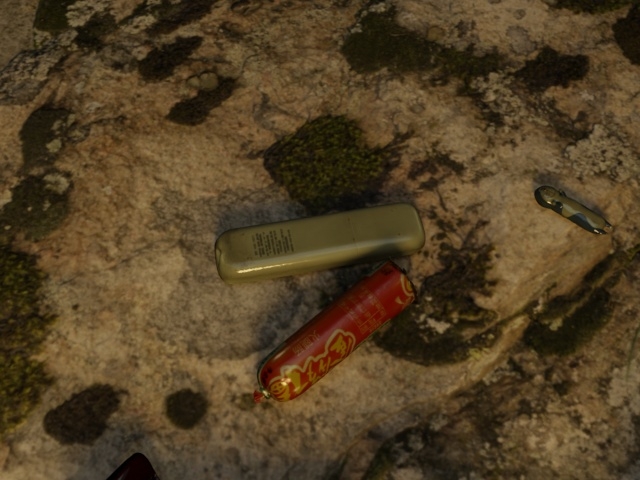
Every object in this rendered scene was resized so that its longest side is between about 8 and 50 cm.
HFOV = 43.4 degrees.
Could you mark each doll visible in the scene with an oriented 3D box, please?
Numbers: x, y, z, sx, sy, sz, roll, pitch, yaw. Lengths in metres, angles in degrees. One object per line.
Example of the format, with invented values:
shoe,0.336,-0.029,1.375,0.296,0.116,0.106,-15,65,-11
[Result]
doll,0.378,-0.045,1.205,0.125,0.027,0.037,31,57,17

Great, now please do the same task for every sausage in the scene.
sausage,0.013,0.130,1.077,0.264,0.083,0.083,-38,66,-18

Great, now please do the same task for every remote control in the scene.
remote control,0.000,0.000,1.171,0.309,0.038,0.090,-10,59,-7

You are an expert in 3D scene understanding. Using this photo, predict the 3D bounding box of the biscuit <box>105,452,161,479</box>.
biscuit,-0.187,0.380,0.932,0.235,0.063,0.151,39,67,18
